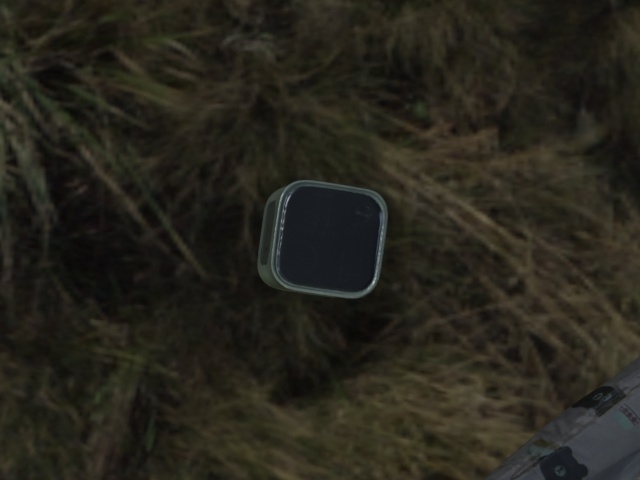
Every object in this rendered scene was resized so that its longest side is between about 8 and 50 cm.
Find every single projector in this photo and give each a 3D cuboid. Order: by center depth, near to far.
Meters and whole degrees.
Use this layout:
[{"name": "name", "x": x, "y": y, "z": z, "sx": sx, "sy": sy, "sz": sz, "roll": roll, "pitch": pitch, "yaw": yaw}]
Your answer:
[{"name": "projector", "x": 0.000, "y": 0.000, "z": 1.014, "sx": 0.083, "sy": 0.082, "sz": 0.083, "roll": 8, "pitch": 87, "yaw": -10}]

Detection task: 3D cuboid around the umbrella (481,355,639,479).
[{"name": "umbrella", "x": 0.191, "y": 0.142, "z": 0.909, "sx": 0.337, "sy": 0.067, "sz": 0.073, "roll": -31, "pitch": 121, "yaw": -26}]
